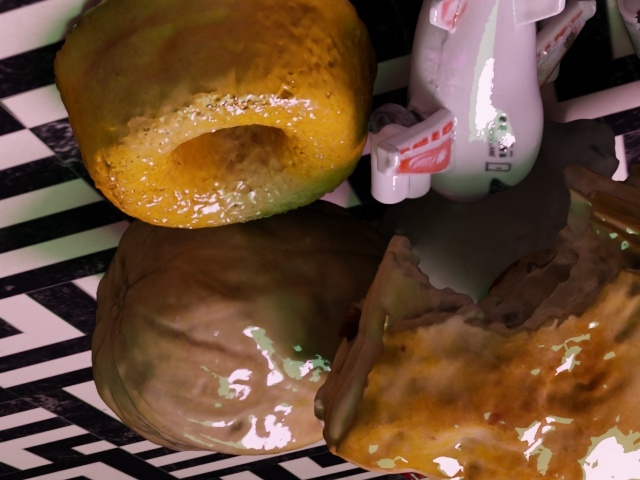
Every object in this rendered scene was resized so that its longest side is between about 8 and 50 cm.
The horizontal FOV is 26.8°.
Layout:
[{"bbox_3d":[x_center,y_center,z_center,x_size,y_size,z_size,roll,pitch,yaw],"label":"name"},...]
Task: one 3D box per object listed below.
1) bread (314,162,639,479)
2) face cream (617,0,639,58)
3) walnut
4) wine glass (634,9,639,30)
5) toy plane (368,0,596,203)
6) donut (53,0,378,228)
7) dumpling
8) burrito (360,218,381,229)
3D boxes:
[{"bbox_3d":[0.210,0.096,1.103,0.370,0.191,0.314,18,108,-16],"label":"bread"},{"bbox_3d":[0.284,-0.176,1.157,0.034,0.034,0.130,-18,155,17],"label":"face cream"},{"bbox_3d":[-0.075,0.076,1.286,0.277,0.253,0.282,1,123,-25],"label":"walnut"},{"bbox_3d":[0.386,-0.124,1.143,0.190,0.190,0.357,-17,152,15],"label":"wine glass"},{"bbox_3d":[0.127,-0.126,1.053,0.252,0.118,0.252,-39,150,-28],"label":"toy plane"},{"bbox_3d":[-0.077,-0.099,1.084,0.278,0.108,0.277,-9,158,-4],"label":"donut"},{"bbox_3d":[0.149,0.025,1.347,0.212,0.270,0.320,26,152,15],"label":"dumpling"},{"bbox_3d":[0.000,0.000,1.437,0.149,0.041,0.055,-4,169,-15],"label":"burrito"}]
